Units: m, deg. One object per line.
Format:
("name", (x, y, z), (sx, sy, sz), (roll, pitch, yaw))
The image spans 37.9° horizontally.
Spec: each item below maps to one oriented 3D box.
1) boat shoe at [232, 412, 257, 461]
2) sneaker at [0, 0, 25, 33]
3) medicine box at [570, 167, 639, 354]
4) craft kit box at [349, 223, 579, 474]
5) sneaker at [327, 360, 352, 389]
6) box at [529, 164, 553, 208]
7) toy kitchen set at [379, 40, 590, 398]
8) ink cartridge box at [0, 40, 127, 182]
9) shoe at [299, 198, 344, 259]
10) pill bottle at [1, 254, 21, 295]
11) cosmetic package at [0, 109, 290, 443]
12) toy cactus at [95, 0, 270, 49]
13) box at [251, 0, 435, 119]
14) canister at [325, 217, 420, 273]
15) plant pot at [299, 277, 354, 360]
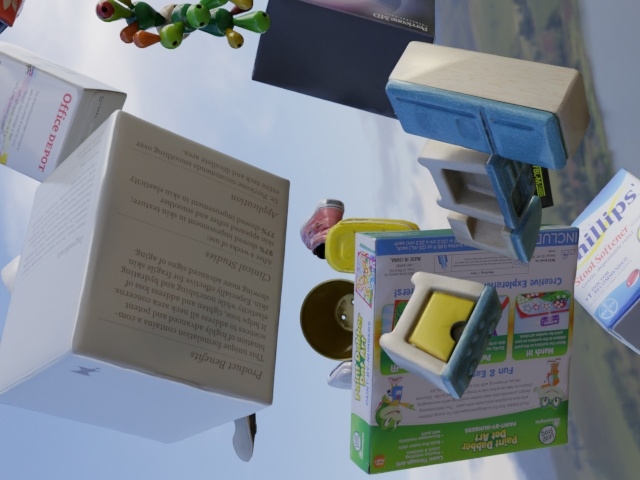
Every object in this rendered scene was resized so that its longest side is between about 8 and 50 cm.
("boat shoe", (-0.134, 0.337, 1.670), (0.038, 0.046, 0.125), (-31, -60, -52))
("sneaker", (-0.505, -0.268, 1.170), (0.131, 0.350, 0.148), (27, -128, -48))
("medicine box", (0.630, 0.041, 1.859), (0.149, 0.263, 0.289), (32, -166, -28))
("craft kit box", (0.155, 0.109, 0.988), (0.061, 0.250, 0.246), (-165, 75, -66))
("sneaker", (0.112, 0.246, 2.176), (0.101, 0.269, 0.153), (21, -129, -31))
("box", (0.361, -0.180, 1.629), (0.190, 0.045, 0.184), (-92, -13, -49))
("toy kitchen set", (0.106, 0.000, 0.645), (0.166, 0.122, 0.207), (-60, -34, -19))
("ink cartridge box", (-0.556, -0.248, 1.796), (0.198, 0.270, 0.197), (-67, -9, 10))
("shoe", (0.000, 0.000, 1.600), (0.178, 0.064, 0.081), (119, 158, -64))
("pill bottle", (-0.494, 0.015, 2.020), (0.204, 0.361, 0.204), (51, 180, 0))
("cosmetic package", (-0.279, 0.074, 1.481), (0.330, 0.327, 0.393), (22, -122, -31))
("toy cactus", (-0.181, -0.288, 1.174), (0.180, 0.219, 0.112), (-163, 62, -68))
("box", (0.052, -0.391, 1.720), (0.294, 0.296, 0.182), (-80, 6, -55))
("canister", (0.071, 0.008, 1.244), (0.170, 0.126, 0.073), (-17, -71, -84))
("plant pot", (0.044, 0.124, 1.541), (0.095, 0.134, 0.134), (-13, -87, -73))
